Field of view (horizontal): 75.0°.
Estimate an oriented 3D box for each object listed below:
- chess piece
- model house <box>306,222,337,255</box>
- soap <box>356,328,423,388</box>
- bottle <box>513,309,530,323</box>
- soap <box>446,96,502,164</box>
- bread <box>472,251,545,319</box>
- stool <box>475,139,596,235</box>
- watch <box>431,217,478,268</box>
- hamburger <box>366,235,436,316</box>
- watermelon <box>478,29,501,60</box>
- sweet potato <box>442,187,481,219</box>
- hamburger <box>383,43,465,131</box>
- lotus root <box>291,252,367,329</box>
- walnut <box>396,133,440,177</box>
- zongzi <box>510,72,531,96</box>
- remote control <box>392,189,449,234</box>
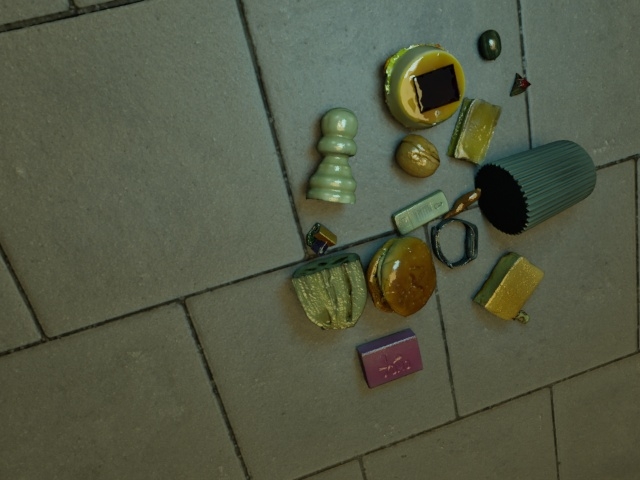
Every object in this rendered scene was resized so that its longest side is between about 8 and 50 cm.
[{"bbox_3d":[0.053,-0.301,1.485,0.182,0.182,0.331,4,98,-13],"label":"chess piece"},{"bbox_3d":[0.000,0.000,1.576,0.087,0.100,0.101,36,96,-18],"label":"model house"},{"bbox_3d":[0.300,0.504,1.782,0.259,0.081,0.181,-16,107,-7],"label":"soap"},{"bbox_3d":[0.889,0.335,1.877,0.101,0.047,0.063,31,107,-16],"label":"bottle"},{"bbox_3d":[0.589,-0.418,1.600,0.134,0.076,0.234,12,101,-16],"label":"soap"},{"bbox_3d":[0.808,0.197,1.791,0.184,0.114,0.275,30,98,-21],"label":"bread"},{"bbox_3d":[0.822,-0.214,1.601,0.329,0.297,0.297,-23,108,-10],"label":"stool"},{"bbox_3d":[0.549,0.013,1.713,0.192,0.068,0.207,-3,102,-7],"label":"watch"},{"bbox_3d":[0.328,0.135,1.620,0.314,0.170,0.290,-45,120,-28],"label":"hamburger"},{"bbox_3d":[0.621,-0.712,1.527,0.078,0.078,0.111,-22,110,-5],"label":"watermelon"},{"bbox_3d":[0.565,-0.142,1.680,0.195,0.056,0.056,-43,109,13],"label":"sweet potato"},{"bbox_3d":[0.362,-0.538,1.470,0.275,0.179,0.294,-23,111,-2],"label":"hamburger"},{"bbox_3d":[0.063,0.200,1.603,0.266,0.149,0.260,-17,107,10],"label":"lotus root"},{"bbox_3d":[0.363,-0.309,1.551,0.180,0.144,0.144,24,99,-21],"label":"walnut"},{"bbox_3d":[0.767,-0.608,1.607,0.083,0.067,0.073,-42,98,-18],"label":"zongzi"},{"bbox_3d":[0.399,-0.110,1.662,0.233,0.038,0.098,-28,109,-4],"label":"remote control"}]
